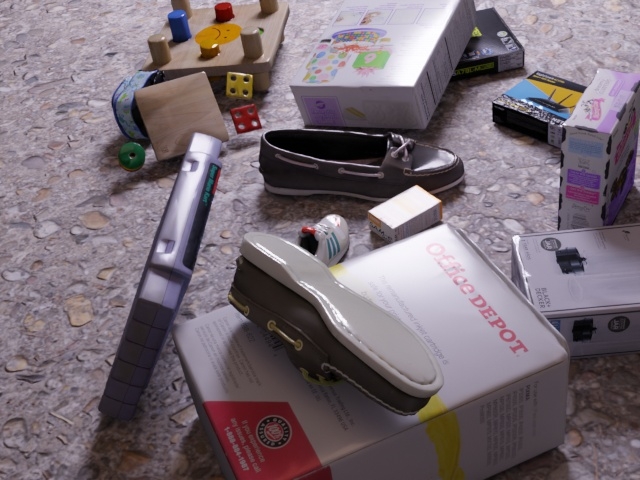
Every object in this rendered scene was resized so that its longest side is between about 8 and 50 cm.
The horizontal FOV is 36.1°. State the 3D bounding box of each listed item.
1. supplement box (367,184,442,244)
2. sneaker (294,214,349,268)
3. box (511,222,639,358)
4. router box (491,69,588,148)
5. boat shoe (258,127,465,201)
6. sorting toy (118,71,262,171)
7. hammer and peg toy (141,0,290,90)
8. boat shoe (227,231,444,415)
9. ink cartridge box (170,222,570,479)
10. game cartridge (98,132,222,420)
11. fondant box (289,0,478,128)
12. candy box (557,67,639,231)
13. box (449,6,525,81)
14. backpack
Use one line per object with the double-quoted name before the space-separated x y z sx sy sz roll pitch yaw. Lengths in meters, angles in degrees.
"supplement box" 0.129 -0.038 1.493 0.098 0.036 0.062 -28 43 -23
"sneaker" 0.000 0.000 1.438 0.057 0.075 0.161 10 42 21
"box" 0.406 0.061 1.280 0.290 0.087 0.169 -7 39 3
"router box" 0.400 -0.219 1.659 0.133 0.046 0.179 -36 46 -30
"boat shoe" 0.061 -0.130 1.571 0.335 0.095 0.112 0 39 10
"sorting toy" -0.237 -0.216 1.726 0.274 0.046 0.132 -19 81 -16
"hammer and peg toy" -0.199 -0.424 1.960 0.266 0.127 0.361 -3 39 10
"boat shoe" 0.007 0.098 1.049 0.109 0.091 0.305 5 25 -46
"ink cartridge box" 0.057 0.170 1.151 0.384 0.160 0.279 -20 41 -13
"game cartridge" -0.206 0.037 1.316 0.068 0.230 0.355 23 38 -13
"fondant box" 0.121 -0.341 1.776 0.238 0.096 0.330 5 46 27
"candy box" 0.405 -0.122 1.419 0.070 0.196 0.165 15 45 27
"box" 0.270 -0.372 1.872 0.190 0.045 0.184 -12 42 -3
"backpack" -0.326 -0.241 1.776 0.084 0.105 0.114 3 46 30
